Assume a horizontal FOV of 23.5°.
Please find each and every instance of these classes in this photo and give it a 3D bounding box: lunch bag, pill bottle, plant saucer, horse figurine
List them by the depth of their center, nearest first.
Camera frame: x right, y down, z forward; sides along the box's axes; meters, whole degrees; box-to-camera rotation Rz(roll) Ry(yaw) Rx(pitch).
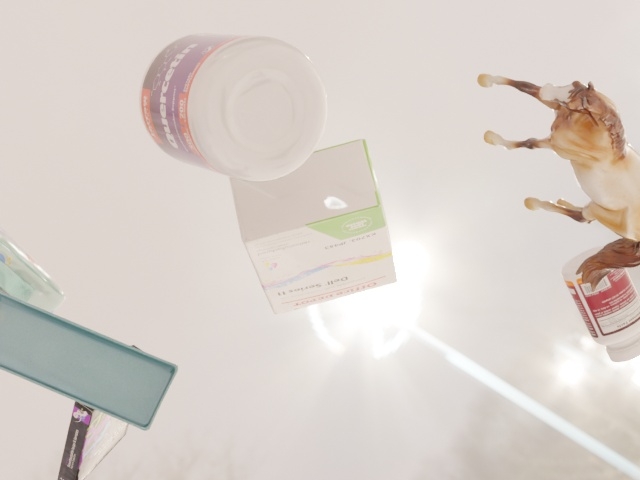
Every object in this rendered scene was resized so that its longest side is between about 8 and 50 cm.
[{"bbox_3d":[0.237,-0.059,1.362,0.066,0.174,0.263,-49,-55,-22],"label":"horse figurine"},{"bbox_3d":[-0.227,0.110,1.400,0.018,0.192,0.067,81,-148,-68],"label":"plant saucer"},{"bbox_3d":[-0.128,-0.180,2.012,0.181,0.181,0.323,-56,23,-7],"label":"pill bottle"},{"bbox_3d":[-0.480,0.011,2.056,0.108,0.224,0.279,-49,-58,-5],"label":"lunch bag"},{"bbox_3d":[0.405,0.090,2.154,0.086,0.152,0.086,-26,13,6],"label":"pill bottle"}]

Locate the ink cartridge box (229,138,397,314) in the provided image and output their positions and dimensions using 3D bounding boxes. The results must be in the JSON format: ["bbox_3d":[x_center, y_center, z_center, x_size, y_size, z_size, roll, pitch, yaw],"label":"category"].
[{"bbox_3d":[0.000,0.000,2.292,0.207,0.119,0.353,-15,-24,2],"label":"ink cartridge box"}]

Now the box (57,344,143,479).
[{"bbox_3d":[-0.262,0.214,1.848,0.116,0.029,0.162,-47,-15,-44],"label":"box"}]
